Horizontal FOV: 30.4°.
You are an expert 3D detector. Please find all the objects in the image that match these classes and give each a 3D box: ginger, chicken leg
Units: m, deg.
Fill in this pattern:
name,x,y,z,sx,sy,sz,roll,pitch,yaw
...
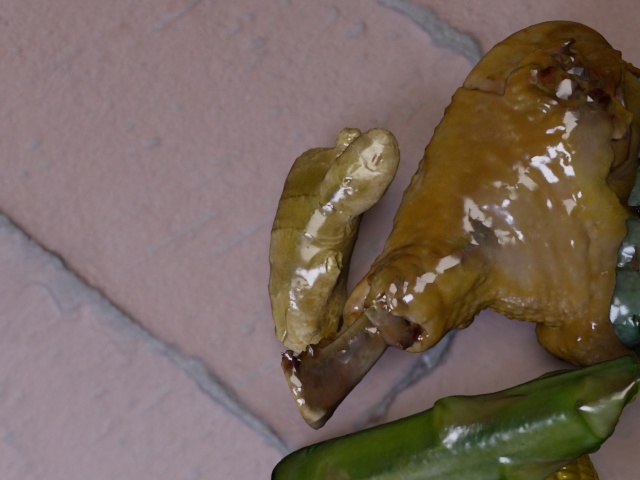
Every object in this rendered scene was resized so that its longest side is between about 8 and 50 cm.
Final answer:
name,x,y,z,sx,sy,sz,roll,pitch,yaw
ginger,-0.006,-0.010,1.023,0.115,0.081,0.205,25,94,29
chicken leg,0.155,0.027,0.963,0.409,0.182,0.295,-43,97,-14

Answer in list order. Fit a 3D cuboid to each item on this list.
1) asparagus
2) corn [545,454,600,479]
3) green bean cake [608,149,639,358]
name,x,y,z,sx,sy,sz,roll,pitch,yaw
asparagus,0.110,0.156,0.902,0.343,0.085,0.082,-24,29,31
corn,0.185,0.256,0.886,0.106,0.106,0.305,-12,51,-1
green bean cake,0.346,0.011,0.915,0.132,0.255,0.241,-6,59,41
